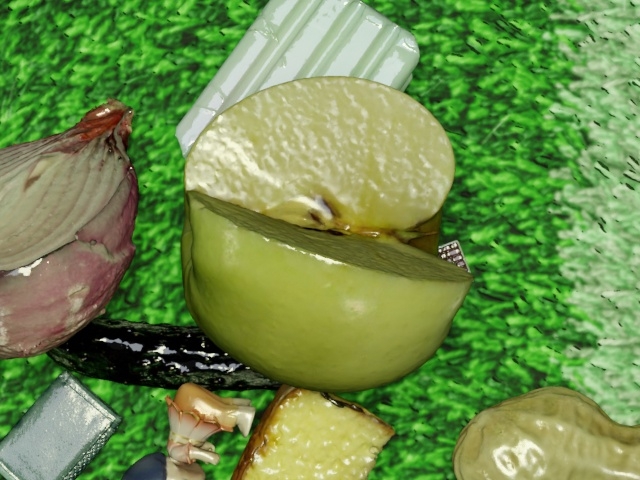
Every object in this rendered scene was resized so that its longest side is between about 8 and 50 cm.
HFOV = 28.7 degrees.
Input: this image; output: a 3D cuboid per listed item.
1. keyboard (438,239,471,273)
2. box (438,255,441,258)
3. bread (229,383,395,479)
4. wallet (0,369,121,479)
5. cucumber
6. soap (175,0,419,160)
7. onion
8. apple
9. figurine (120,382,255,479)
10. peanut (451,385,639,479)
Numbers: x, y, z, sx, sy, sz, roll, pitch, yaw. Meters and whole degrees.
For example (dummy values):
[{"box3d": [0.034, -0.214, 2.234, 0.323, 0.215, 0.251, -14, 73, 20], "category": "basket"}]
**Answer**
[{"box3d": [0.083, 0.052, 1.372, 0.166, 0.017, 0.055, -20, 81, -2], "category": "keyboard"}, {"box3d": [0.070, 0.045, 1.334, 0.089, 0.062, 0.122, 35, 80, 10], "category": "box"}, {"box3d": [-0.028, 0.251, 1.282, 0.129, 0.134, 0.260, 24, 102, -8], "category": "bread"}, {"box3d": [-0.284, 0.215, 1.348, 0.088, 0.026, 0.129, 41, 83, 3], "category": "wallet"}, {"box3d": [-0.148, 0.121, 1.338, 0.303, 0.072, 0.081, 0, 94, 2], "category": "cucumber"}, {"box3d": [-0.033, -0.137, 1.366, 0.173, 0.095, 0.289, 35, 83, 5], "category": "soap"}, {"box3d": [-0.291, -0.002, 1.325, 0.267, 0.159, 0.349, 17, 42, 31], "category": "onion"}, {"box3d": [-0.003, 0.010, 1.182, 0.258, 0.233, 0.295, 3, 46, -9], "category": "apple"}, {"box3d": [-0.152, 0.239, 1.300, 0.102, 0.111, 0.195, 24, 87, -8], "category": "figurine"}, {"box3d": [0.286, 0.224, 1.291, 0.298, 0.120, 0.136, 8, 86, 0], "category": "peanut"}]
